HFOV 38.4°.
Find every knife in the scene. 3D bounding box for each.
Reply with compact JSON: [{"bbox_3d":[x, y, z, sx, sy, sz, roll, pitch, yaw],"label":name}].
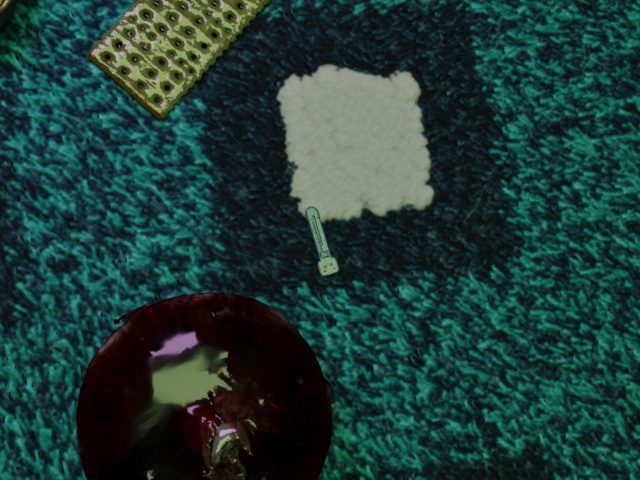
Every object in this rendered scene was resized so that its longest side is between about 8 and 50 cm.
[{"bbox_3d":[0.000,0.000,1.227,0.027,0.010,0.096,-17,87,-12],"label":"knife"}]

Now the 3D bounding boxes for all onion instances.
[{"bbox_3d":[-0.133,0.209,1.070,0.314,0.232,0.314,1,86,-11],"label":"onion"}]

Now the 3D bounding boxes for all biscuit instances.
[{"bbox_3d":[-0.187,-0.287,1.221,0.139,0.016,0.231,41,80,-5],"label":"biscuit"}]

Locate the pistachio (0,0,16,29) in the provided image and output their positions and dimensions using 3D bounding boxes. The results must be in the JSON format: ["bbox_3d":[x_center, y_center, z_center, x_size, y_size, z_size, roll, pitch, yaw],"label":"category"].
[{"bbox_3d":[-0.433,-0.337,1.129,0.152,0.126,0.223,11,80,27],"label":"pistachio"}]
